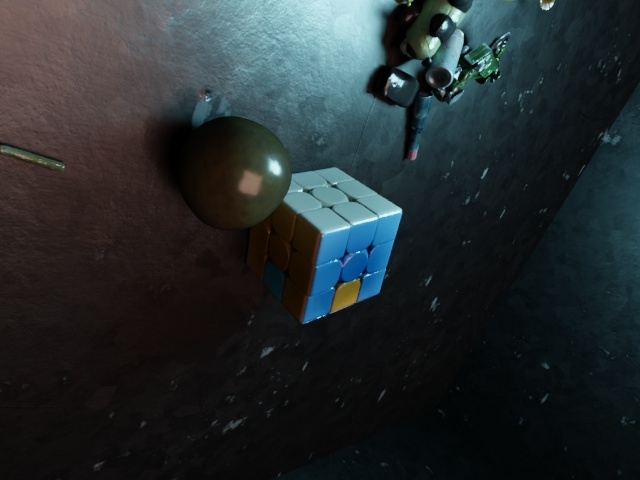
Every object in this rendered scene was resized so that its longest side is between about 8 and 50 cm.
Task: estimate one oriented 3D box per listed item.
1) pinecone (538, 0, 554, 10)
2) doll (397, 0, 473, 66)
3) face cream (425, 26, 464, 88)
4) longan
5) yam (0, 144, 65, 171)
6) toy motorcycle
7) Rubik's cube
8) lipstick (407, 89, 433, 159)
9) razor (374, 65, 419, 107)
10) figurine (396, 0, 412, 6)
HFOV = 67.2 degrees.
[{"bbox_3d":[0.708,-0.818,1.430,0.229,0.201,0.202,30,83,-28],"label":"pinecone"},{"bbox_3d":[0.300,-0.581,1.263,0.234,0.143,0.135,-55,149,6],"label":"doll"},{"bbox_3d":[0.355,-0.526,1.355,0.075,0.075,0.229,67,36,-49],"label":"face cream"},{"bbox_3d":[-0.186,-0.143,1.058,0.258,0.258,0.258,-26,137,-28],"label":"longan"},{"bbox_3d":[-0.530,-0.150,0.885,0.116,0.021,0.021,17,108,-52],"label":"yam"},{"bbox_3d":[0.454,-0.517,1.475,0.275,0.124,0.187,-35,167,-5],"label":"toy motorcycle"},{"bbox_3d":[0.000,0.000,1.322,0.291,0.291,0.291,-17,132,-36],"label":"Rubik's cube"},{"bbox_3d":[0.306,-0.357,1.531,0.054,0.053,0.234,-25,138,-30],"label":"lipstick"},{"bbox_3d":[0.221,-0.436,1.371,0.148,0.054,0.090,6,113,-48],"label":"razor"},{"bbox_3d":[0.220,-0.640,1.180,0.101,0.068,0.143,-55,-170,51],"label":"figurine"}]
